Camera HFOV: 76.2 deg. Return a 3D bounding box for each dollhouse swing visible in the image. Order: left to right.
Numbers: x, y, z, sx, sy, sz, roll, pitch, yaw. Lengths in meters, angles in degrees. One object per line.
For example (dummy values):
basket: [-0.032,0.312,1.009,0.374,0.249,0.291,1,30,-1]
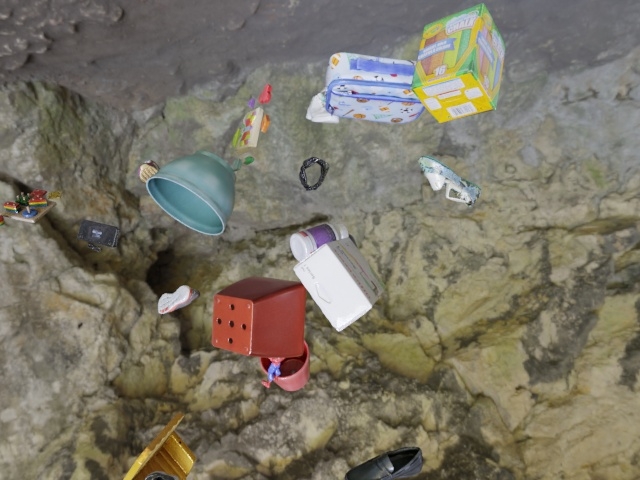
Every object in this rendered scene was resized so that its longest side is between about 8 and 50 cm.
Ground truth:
dollhouse swing: [-0.667,0.994,1.773,0.305,0.315,0.347,-38,-178,22]

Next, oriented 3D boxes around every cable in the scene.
cable: [-0.045,-0.352,2.165,0.151,0.184,0.047,26,-175,15]

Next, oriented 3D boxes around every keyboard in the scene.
keyboard: [-0.838,-0.013,1.536,0.180,0.108,0.023,11,176,19]

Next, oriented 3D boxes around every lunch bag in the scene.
lunch bag: [0.151,-0.419,1.133,0.304,0.114,0.243,3,177,-4]

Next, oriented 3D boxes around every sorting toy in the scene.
sorting toy: [-1.113,-0.139,1.561,0.133,0.046,0.274,11,-143,1]

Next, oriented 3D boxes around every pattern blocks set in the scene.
pattern blocks set: [-0.289,-0.450,1.664,0.026,0.324,0.286,17,157,-35]

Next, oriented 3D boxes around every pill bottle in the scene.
pill bottle: [0.000,0.000,1.447,0.194,0.108,0.108,-20,-168,-30]

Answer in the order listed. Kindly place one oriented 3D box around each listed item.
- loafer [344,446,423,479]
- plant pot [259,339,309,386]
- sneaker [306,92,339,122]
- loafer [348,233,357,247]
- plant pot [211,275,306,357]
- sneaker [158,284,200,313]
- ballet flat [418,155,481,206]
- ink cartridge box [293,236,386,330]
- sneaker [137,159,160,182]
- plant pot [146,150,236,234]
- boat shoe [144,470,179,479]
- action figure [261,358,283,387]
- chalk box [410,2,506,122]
loafer: [0.168,0.597,1.079,0.224,0.078,0.076,-8,-156,-16]
plant pot: [-0.172,0.679,2.232,0.275,0.243,0.274,-7,-134,7]
sneaker: [0.004,-0.446,1.374,0.080,0.094,0.212,0,-158,-24]
loafer: [0.127,0.089,1.788,0.095,0.109,0.302,8,-138,-31]
plant pot: [-0.230,0.274,1.430,0.268,0.266,0.236,4,-179,34]
sneaker: [-0.414,0.181,1.198,0.158,0.061,0.065,-23,151,31]
ballet flat: [0.318,-0.143,1.019,0.189,0.070,0.070,27,-178,-8]
ink cartridge box: [0.066,0.108,1.144,0.117,0.201,0.278,-38,173,15]
sneaker: [-0.618,-0.254,1.463,0.070,0.083,0.185,-31,176,-10]
plant pot: [-0.413,-0.184,1.413,0.293,0.293,0.196,-1,-129,44]
boat shoe: [-0.461,0.687,1.163,0.142,0.049,0.040,-17,149,31]
action figure: [-0.235,0.552,1.895,0.139,0.280,0.092,41,-137,20]
chalk box: [0.292,-0.381,0.848,0.133,0.212,0.132,-2,158,44]
